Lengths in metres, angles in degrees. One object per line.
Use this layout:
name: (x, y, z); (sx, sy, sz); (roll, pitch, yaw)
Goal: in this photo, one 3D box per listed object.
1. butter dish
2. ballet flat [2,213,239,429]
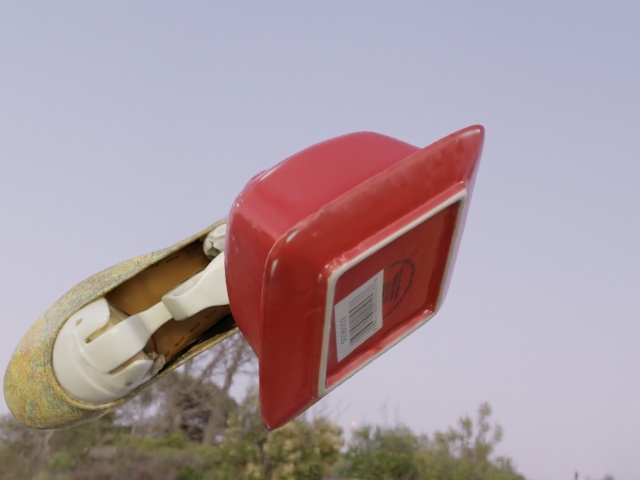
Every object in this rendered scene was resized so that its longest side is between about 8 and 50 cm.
butter dish: (0.000, 0.000, 0.495); (0.118, 0.160, 0.160); (39, -36, 29)
ballet flat: (-0.140, 0.064, 0.769); (0.348, 0.123, 0.123); (-31, -27, -3)
